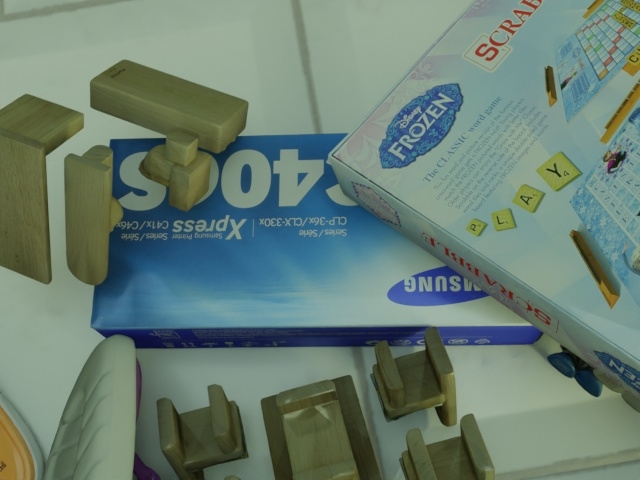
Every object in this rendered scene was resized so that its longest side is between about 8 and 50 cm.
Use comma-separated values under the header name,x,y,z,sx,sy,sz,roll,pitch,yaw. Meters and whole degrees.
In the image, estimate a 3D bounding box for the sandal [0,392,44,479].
name,x,y,z,sx,sy,sz,roll,pitch,yaw
sandal,-0.322,0.110,0.651,0.265,0.076,0.102,39,77,15

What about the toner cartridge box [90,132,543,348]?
name,x,y,z,sx,sy,sz,roll,pitch,yaw
toner cartridge box,0.000,0.000,0.670,0.348,0.075,0.165,-1,71,3

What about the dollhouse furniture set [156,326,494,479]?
name,x,y,z,sx,sy,sz,roll,pitch,yaw
dollhouse furniture set,0.019,0.218,0.585,0.212,0.161,0.242,-15,49,-2

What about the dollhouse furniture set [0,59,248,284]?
name,x,y,z,sx,sy,sz,roll,pitch,yaw
dollhouse furniture set,-0.158,-0.047,0.644,0.144,0.123,0.151,20,38,11

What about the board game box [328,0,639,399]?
name,x,y,z,sx,sy,sz,roll,pitch,yaw
board game box,0.228,-0.078,0.580,0.318,0.066,0.318,37,77,25

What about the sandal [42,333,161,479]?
name,x,y,z,sx,sy,sz,roll,pitch,yaw
sandal,-0.139,0.259,0.536,0.102,0.169,0.416,20,45,-27

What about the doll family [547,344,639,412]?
name,x,y,z,sx,sy,sz,roll,pitch,yaw
doll family,0.311,0.088,0.597,0.263,0.118,0.163,41,78,16
